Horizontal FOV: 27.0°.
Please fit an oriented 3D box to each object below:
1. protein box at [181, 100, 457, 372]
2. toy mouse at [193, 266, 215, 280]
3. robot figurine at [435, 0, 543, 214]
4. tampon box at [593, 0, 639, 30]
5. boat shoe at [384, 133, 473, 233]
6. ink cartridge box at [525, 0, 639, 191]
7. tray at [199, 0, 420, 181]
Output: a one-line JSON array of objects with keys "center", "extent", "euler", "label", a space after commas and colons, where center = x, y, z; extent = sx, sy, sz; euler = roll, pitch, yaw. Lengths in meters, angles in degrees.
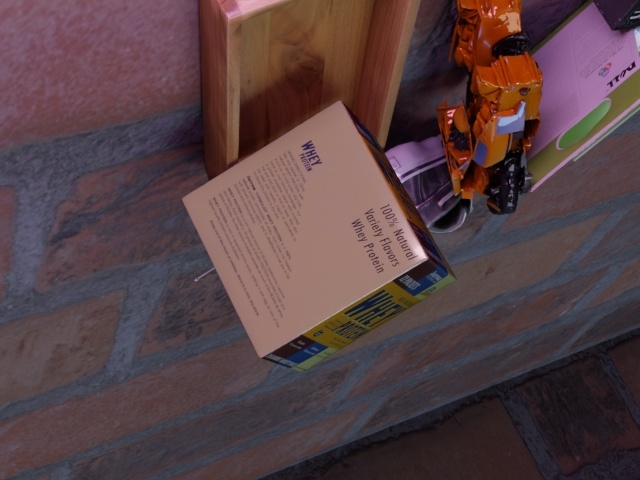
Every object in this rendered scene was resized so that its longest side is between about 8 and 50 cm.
[{"center": [0.000, 0.000, 1.412], "extent": [0.201, 0.200, 0.136], "euler": [-31, 161, 10], "label": "protein box"}, {"center": [-0.077, -0.004, 1.772], "extent": [0.161, 0.031, 0.143], "euler": [-8, 153, -44], "label": "toy mouse"}, {"center": [0.188, -0.155, 1.515], "extent": [0.085, 0.211, 0.291], "euler": [-7, 152, -5], "label": "robot figurine"}, {"center": [0.386, -0.318, 1.481], "extent": [0.161, 0.101, 0.120], "euler": [-15, 156, -30], "label": "tampon box"}, {"center": [0.134, -0.060, 1.694], "extent": [0.121, 0.119, 0.335], "euler": [-31, 177, 23], "label": "boat shoe"}, {"center": [0.331, -0.167, 1.563], "extent": [0.097, 0.255, 0.189], "euler": [32, 127, -23], "label": "ink cartridge box"}, {"center": [-0.018, -0.175, 1.358], "extent": [0.202, 0.076, 0.411], "euler": [-23, 161, -13], "label": "tray"}]
